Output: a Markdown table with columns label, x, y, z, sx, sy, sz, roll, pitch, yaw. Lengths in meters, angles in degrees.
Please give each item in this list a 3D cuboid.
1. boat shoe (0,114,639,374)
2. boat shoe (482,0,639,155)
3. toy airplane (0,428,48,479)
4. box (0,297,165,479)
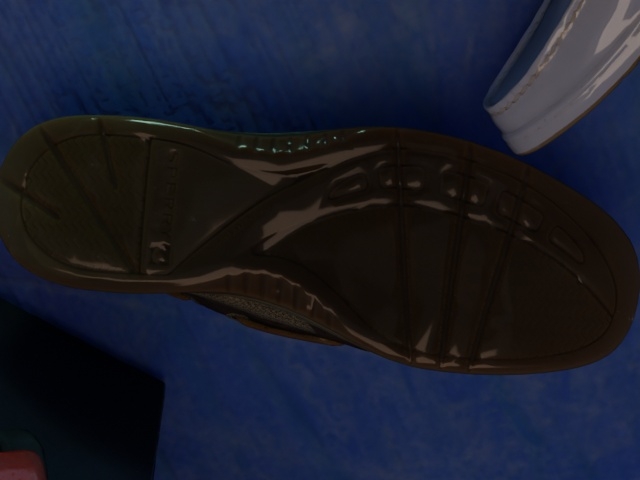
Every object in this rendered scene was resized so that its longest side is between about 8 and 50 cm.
| label | x | y | z | sx | sy | sz | roll | pitch | yaw |
| --- | --- | --- | --- | --- | --- | --- | --- | --- | --- |
| boat shoe | 0.000 | 0.000 | 1.045 | 0.342 | 0.123 | 0.123 | 7 | 88 | 2 |
| boat shoe | 0.153 | -0.173 | 0.963 | 0.096 | 0.098 | 0.277 | 31 | 105 | -13 |
| toy airplane | -0.203 | 0.307 | 0.913 | 0.386 | 0.272 | 0.384 | -35 | 132 | 2 |
| box | -0.288 | 0.164 | 1.095 | 0.294 | 0.183 | 0.296 | 30 | 113 | -13 |
